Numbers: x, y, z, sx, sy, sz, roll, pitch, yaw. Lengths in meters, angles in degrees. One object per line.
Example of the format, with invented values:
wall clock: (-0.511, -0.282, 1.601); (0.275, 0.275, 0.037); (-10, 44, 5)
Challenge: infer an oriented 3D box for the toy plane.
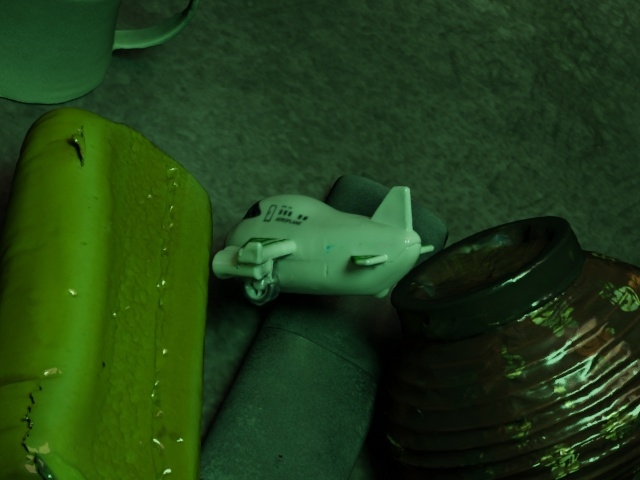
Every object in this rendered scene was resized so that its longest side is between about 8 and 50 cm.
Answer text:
toy plane: (0.000, 0.003, 1.375); (0.174, 0.174, 0.080); (-9, 96, -38)

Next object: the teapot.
teapot: (-0.212, -0.215, 1.493); (0.239, 0.149, 0.162); (14, 43, -19)

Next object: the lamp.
lamp: (0.159, 0.108, 1.362); (0.247, 0.247, 0.247); (17, 43, -17)

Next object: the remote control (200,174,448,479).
remote control: (0.005, 0.082, 1.418); (0.107, 0.044, 0.377); (24, 41, 2)

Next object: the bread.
bread: (-0.158, 0.073, 1.266); (0.166, 0.112, 0.383); (36, 35, -31)
